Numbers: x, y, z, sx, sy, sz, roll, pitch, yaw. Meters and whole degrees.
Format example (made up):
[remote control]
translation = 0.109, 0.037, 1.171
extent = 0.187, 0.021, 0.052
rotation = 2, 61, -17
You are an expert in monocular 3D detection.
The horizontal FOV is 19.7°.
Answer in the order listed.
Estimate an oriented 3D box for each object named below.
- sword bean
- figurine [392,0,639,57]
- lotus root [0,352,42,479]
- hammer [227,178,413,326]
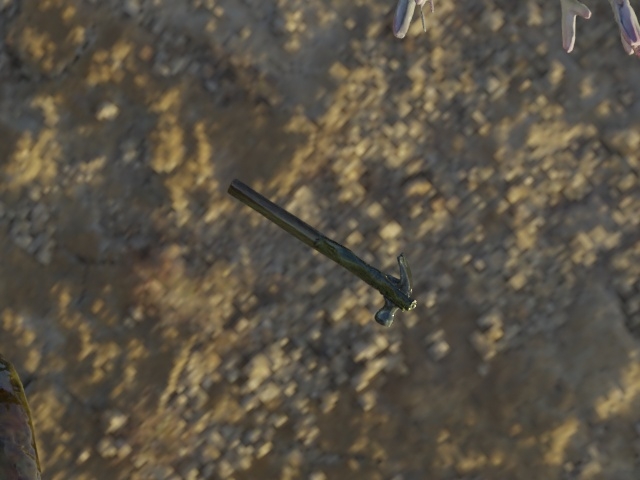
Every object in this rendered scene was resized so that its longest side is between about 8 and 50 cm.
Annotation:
[sword bean]
translation = 0.025, 0.018, 1.080
extent = 0.012, 0.012, 0.083
rotation = -23, 45, -37
[figurine]
translation = 0.154, -0.313, 1.518
extent = 0.206, 0.316, 0.284
rotation = -2, 29, -1
[lotus root]
translation = -0.292, 0.228, 1.307
extent = 0.210, 0.142, 0.314
rotation = -12, 92, -22
[hammer]
translation = 0.000, 0.000, 1.573
extent = 0.182, 0.062, 0.017
rotation = 34, 24, 4
